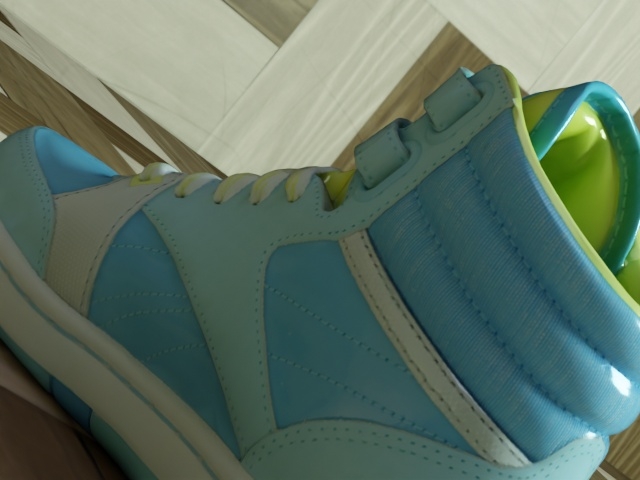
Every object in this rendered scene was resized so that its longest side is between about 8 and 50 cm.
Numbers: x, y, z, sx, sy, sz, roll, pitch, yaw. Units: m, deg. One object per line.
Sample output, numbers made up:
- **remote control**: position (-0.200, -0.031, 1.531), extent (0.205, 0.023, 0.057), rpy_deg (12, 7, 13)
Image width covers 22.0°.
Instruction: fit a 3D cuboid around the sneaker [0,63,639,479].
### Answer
- **sneaker**: position (0.000, 0.000, 0.601), extent (0.319, 0.208, 0.127), rpy_deg (42, 6, 38)
